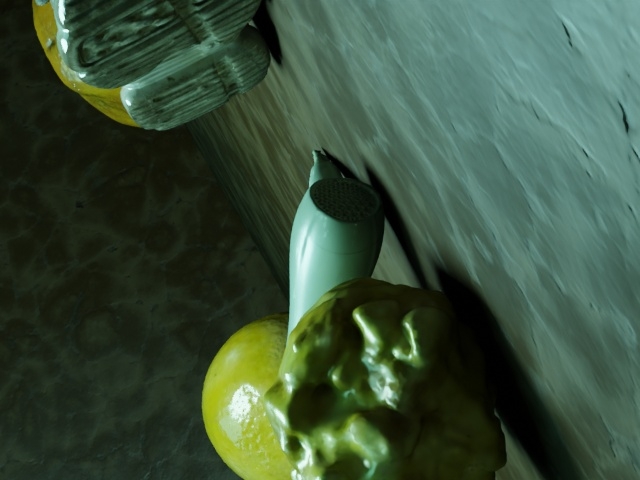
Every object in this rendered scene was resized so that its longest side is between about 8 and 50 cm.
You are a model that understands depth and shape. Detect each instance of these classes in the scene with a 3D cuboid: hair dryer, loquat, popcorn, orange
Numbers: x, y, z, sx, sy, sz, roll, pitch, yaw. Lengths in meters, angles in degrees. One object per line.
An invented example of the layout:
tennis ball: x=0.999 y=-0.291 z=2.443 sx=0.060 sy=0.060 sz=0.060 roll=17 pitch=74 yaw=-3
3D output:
hair dryer: x=0.000 y=0.000 z=1.202 sx=0.237 sy=0.075 sz=0.206 roll=-94 pitch=13 yaw=-55
loquat: x=-0.026 y=0.212 z=1.805 sx=0.275 sy=0.274 sz=0.275 roll=60 pitch=175 yaw=9
popcorn: x=0.057 y=0.141 z=1.031 sx=0.190 sy=0.191 sz=0.253 roll=27 pitch=168 yaw=15
orange: x=-0.232 y=-0.256 z=1.665 sx=0.249 sy=0.183 sz=0.249 roll=56 pitch=-165 yaw=-23

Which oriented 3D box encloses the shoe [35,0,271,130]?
shoe: x=-0.161 y=-0.233 z=1.128 sx=0.198 sy=0.171 sz=0.351 roll=62 pitch=174 yaw=15
